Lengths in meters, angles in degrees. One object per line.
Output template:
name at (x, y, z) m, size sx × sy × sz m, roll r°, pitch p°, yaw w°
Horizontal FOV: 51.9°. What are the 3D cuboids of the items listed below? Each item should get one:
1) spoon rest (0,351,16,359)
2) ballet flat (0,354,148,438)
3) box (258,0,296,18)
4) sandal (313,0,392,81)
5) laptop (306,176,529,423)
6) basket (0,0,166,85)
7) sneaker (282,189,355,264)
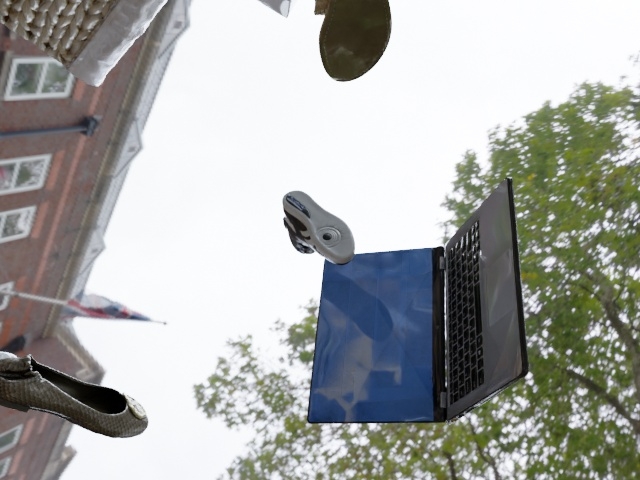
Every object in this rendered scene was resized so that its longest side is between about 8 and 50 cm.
spoon rest at (-0.609, 0.232, 1.138) m, size 0.084 × 0.276 × 0.137 m, roll -39°, pitch -105°, yaw 3°
ballet flat at (-0.311, 0.197, 0.842) m, size 0.084 × 0.250 × 0.058 m, roll 30°, pitch -94°, yaw 45°
box at (-0.083, -0.501, 1.258) m, size 0.102 × 0.101 × 0.087 m, roll 31°, pitch -93°, yaw -5°
sandal at (0.032, -0.290, 0.746) m, size 0.088 × 0.240 × 0.079 m, roll -11°, pitch -116°, yaw -2°
laptop at (0.161, 0.118, 1.214) m, size 0.236 × 0.381 × 0.408 m, roll 14°, pitch -34°, yaw -12°
basket at (-0.244, -0.406, 0.717) m, size 0.266 × 0.328 × 0.331 m, roll 33°, pitch -24°, yaw -24°
sneaker at (0.000, 0.000, 1.328) m, size 0.217 × 0.079 × 0.121 m, roll 49°, pitch -26°, yaw 37°
